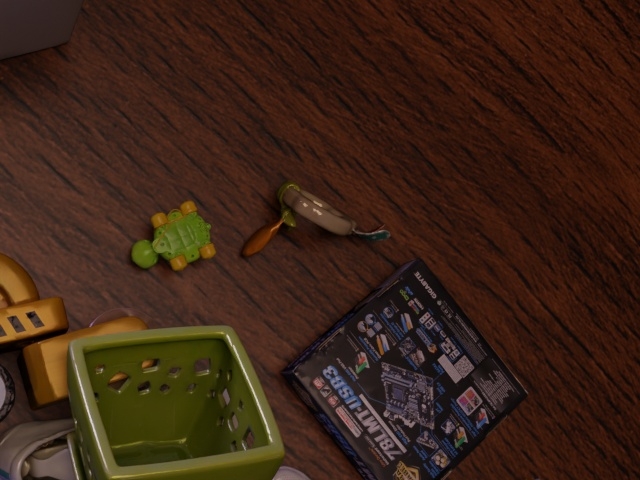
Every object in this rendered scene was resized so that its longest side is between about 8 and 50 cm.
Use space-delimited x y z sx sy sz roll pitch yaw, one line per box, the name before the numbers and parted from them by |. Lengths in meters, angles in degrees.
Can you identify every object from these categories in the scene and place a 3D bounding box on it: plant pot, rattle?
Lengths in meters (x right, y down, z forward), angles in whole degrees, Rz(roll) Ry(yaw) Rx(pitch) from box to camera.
plant pot | -0.200 0.263 1.422 0.227 0.207 0.228 -3 41 -25
rattle | 0.000 0.000 1.786 0.199 0.130 0.143 28 82 -40

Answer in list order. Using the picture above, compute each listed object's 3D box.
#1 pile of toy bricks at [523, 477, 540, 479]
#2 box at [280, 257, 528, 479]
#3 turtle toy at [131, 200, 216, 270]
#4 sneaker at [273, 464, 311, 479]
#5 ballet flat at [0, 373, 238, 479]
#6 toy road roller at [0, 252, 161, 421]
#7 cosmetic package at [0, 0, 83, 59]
pile of toy bricks | 0.352 0.503 1.801 0.105 0.118 0.212 -27 100 10
box | 0.137 0.229 1.786 0.293 0.073 0.295 -40 94 -20
turtle toy | -0.226 0.002 1.707 0.130 0.066 0.095 -23 88 -21
sneaker | 0.018 0.459 1.650 0.108 0.169 0.292 -32 90 -20
ballet flat | -0.260 0.291 1.602 0.400 0.139 0.139 -10 83 -21
toy road roller | -0.399 0.121 1.551 0.329 0.202 0.240 -13 84 -20
cosmetic package | -0.544 -0.466 1.547 0.327 0.329 0.394 -19 87 -22
